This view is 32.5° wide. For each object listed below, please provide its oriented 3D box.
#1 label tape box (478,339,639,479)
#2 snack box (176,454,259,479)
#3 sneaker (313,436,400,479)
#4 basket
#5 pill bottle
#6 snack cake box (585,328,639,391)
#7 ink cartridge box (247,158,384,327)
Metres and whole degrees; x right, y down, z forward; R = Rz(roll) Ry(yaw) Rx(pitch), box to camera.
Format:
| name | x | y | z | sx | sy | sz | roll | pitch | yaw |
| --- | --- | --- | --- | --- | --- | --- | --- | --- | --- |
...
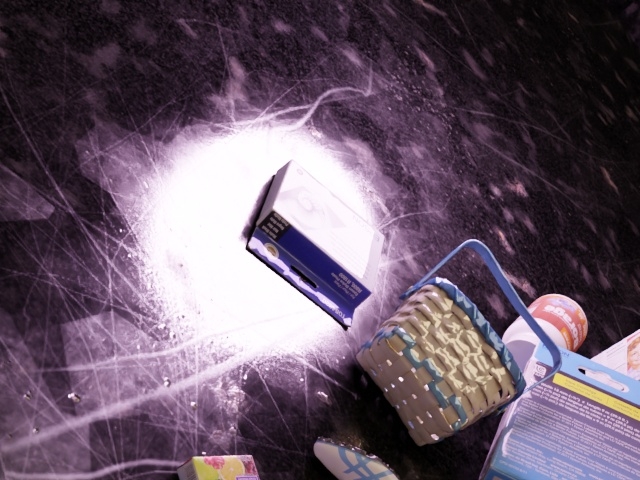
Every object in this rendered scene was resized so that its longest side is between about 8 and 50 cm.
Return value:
| name | x | y | z | sx | sy | sz | roll | pitch | yaw |
| --- | --- | --- | --- | --- | --- | --- | --- | --- | --- |
| label tape box | 0.412 | 0.337 | 1.770 | 0.249 | 0.115 | 0.347 | 24 | 36 | 10 |
| snack box | -0.108 | 0.332 | 1.330 | 0.100 | 0.037 | 0.141 | 9 | 51 | -45 |
| sneaker | 0.081 | 0.356 | 1.503 | 0.237 | 0.085 | 0.086 | 39 | 73 | -1 |
| basket | 0.217 | 0.160 | 1.713 | 0.289 | 0.201 | 0.254 | -31 | 82 | -26 |
| pill bottle | 0.405 | 0.186 | 2.015 | 0.121 | 0.121 | 0.216 | 53 | 33 | 4 |
| snack cake box | 0.635 | 0.244 | 2.099 | 0.089 | 0.264 | 0.152 | 42 | 34 | -13 |
| ink cartridge box | 0.000 | 0.000 | 1.786 | 0.223 | 0.045 | 0.224 | 39 | 35 | -17 |
